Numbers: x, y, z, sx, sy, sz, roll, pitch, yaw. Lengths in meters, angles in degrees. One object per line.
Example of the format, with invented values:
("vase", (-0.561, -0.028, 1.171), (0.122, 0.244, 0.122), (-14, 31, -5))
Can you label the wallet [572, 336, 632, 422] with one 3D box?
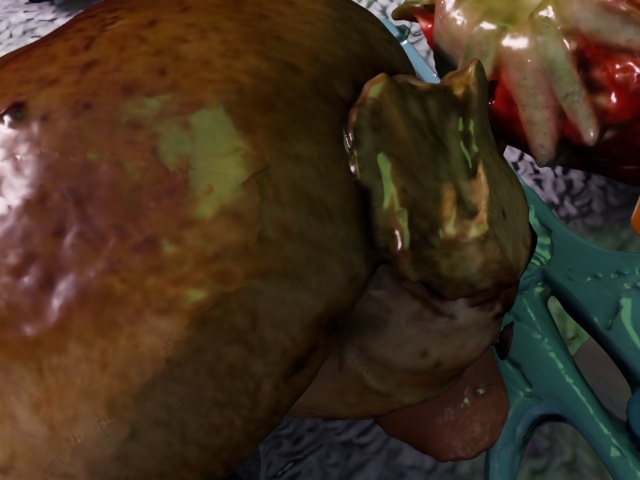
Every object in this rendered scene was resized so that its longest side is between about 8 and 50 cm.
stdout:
("wallet", (0.232, 0.053, 0.678), (0.124, 0.031, 0.183), (33, 53, 31))

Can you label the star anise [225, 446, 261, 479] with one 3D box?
("star anise", (-0.073, 0.058, 0.647), (0.181, 0.061, 0.204), (-9, 44, -10))

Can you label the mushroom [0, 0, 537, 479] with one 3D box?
("mushroom", (-0.054, -0.006, 0.516), (0.283, 0.195, 0.263), (-8, 30, 10))

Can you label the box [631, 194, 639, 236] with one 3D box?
("box", (0.327, 0.032, 0.626), (0.221, 0.091, 0.273), (-18, 56, -23))

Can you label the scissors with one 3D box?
("scissors", (0.109, 0.007, 0.640), (0.180, 0.032, 0.393), (-36, 56, 8))

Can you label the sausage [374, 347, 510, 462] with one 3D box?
("sausage", (0.000, 0.001, 0.648), (0.078, 0.078, 0.304), (-24, 54, -24))

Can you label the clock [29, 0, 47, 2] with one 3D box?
("clock", (-0.188, -0.232, 0.943), (0.198, 0.064, 0.172), (-17, 47, -17))

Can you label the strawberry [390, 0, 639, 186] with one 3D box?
("strawberry", (0.228, -0.180, 0.778), (0.344, 0.292, 0.292), (-6, 41, -36))
